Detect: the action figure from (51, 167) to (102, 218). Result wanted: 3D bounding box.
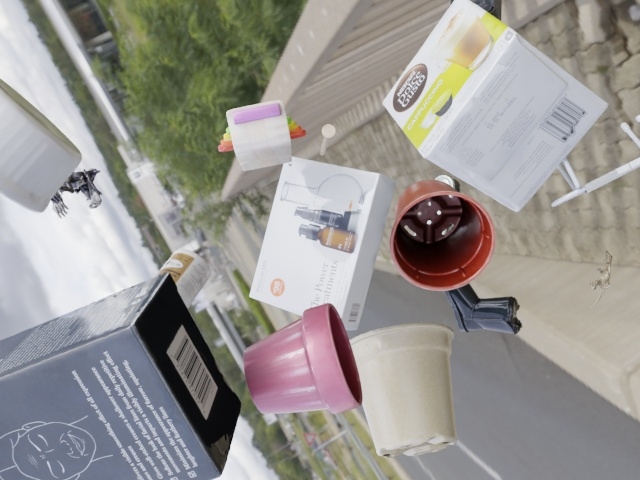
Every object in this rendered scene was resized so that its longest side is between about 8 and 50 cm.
[{"bbox_3d":[-0.766,-0.145,2.015,0.275,0.164,0.141,-35,-75,-74],"label":"action figure"}]

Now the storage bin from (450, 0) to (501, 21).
[{"bbox_3d":[0.430,-0.661,1.811,0.084,0.122,0.180,41,-129,-54],"label":"storage bin"}]

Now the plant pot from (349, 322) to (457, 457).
[{"bbox_3d":[0.241,0.431,1.836,0.334,0.334,0.305,82,179,-63],"label":"plant pot"}]

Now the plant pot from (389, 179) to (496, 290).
[{"bbox_3d":[0.315,-0.038,1.801,0.265,0.272,0.272,-86,-29,-71],"label":"plant pot"}]

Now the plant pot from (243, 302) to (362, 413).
[{"bbox_3d":[-0.036,0.235,1.217,0.201,0.180,0.201,-19,-90,-83],"label":"plant pot"}]

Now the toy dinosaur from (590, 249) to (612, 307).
[{"bbox_3d":[0.824,0.123,1.909,0.053,0.092,0.183,19,106,34],"label":"toy dinosaur"}]

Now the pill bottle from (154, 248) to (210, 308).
[{"bbox_3d":[-0.425,0.145,1.889,0.131,0.229,0.131,16,137,15],"label":"pill bottle"}]

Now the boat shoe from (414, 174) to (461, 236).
[{"bbox_3d":[0.405,-0.069,2.226,0.114,0.302,0.091,27,-168,36],"label":"boat shoe"}]

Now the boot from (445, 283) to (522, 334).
[{"bbox_3d":[0.512,0.183,2.063,0.207,0.094,0.246,-7,110,40],"label":"boot"}]

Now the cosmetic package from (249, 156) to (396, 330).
[{"bbox_3d":[0.000,0.000,1.619,0.284,0.377,0.097,15,-179,35],"label":"cosmetic package"}]

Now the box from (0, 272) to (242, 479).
[{"bbox_3d":[-0.382,0.281,1.105,0.212,0.395,0.293,-83,-30,-70],"label":"box"}]

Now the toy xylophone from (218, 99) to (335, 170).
[{"bbox_3d":[-0.098,-0.221,1.425,0.322,0.236,0.081,154,105,-79],"label":"toy xylophone"}]

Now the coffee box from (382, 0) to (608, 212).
[{"bbox_3d":[0.419,-0.344,1.643,0.338,0.337,0.334,23,-154,-28],"label":"coffee box"}]

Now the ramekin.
[{"bbox_3d":[-0.574,-0.191,1.201,0.277,0.135,0.277,43,176,4],"label":"ramekin"}]

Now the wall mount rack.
[{"bbox_3d":[0.743,-0.219,1.717,0.130,0.350,0.304,64,-163,6],"label":"wall mount rack"}]
